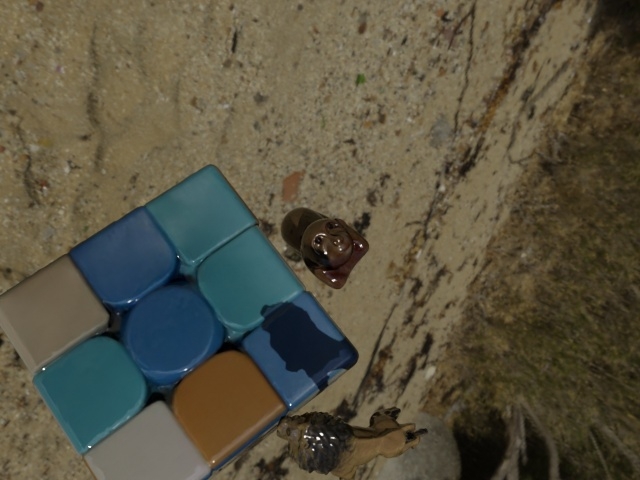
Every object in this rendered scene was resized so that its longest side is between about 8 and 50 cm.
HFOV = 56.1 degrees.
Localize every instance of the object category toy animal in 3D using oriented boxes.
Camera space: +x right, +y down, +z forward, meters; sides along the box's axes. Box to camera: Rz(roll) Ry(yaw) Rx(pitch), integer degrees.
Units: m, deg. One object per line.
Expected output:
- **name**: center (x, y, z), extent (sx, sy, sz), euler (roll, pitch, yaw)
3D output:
- **toy animal**: center (0.039, 0.200, 0.591), extent (0.219, 0.069, 0.086), euler (10, 141, -46)

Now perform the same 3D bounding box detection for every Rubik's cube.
- **Rubik's cube**: center (-0.191, 0.161, 0.895), extent (0.346, 0.344, 0.347), euler (-36, 169, -13)

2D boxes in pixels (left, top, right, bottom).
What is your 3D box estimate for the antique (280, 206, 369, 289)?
- **antique**: center (0.000, 0.000, 1.219), extent (0.121, 0.143, 0.257), euler (-54, -160, 3)
